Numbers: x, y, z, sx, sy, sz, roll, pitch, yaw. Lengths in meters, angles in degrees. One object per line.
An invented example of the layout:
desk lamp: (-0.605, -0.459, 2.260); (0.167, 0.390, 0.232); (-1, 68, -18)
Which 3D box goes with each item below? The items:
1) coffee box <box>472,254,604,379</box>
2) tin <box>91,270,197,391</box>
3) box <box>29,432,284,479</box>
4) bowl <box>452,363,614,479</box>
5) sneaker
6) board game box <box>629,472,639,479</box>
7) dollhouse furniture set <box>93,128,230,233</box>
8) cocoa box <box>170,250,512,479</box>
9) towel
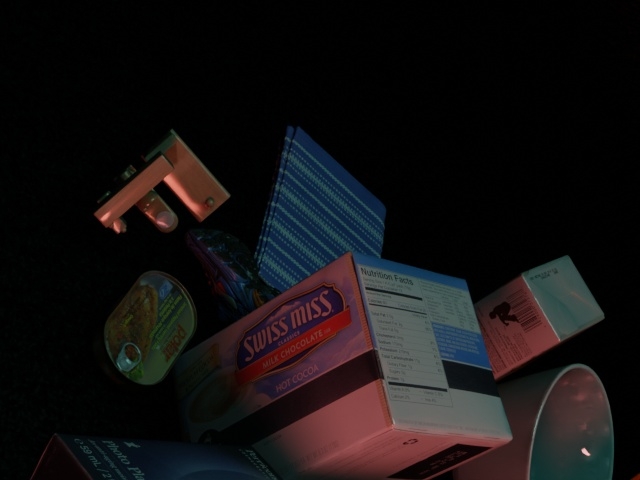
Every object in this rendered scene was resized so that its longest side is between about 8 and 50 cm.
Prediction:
coffee box: (0.260, 0.153, 2.046); (0.168, 0.297, 0.119); (-16, 74, -54)
tin: (-0.223, 0.116, 1.706); (0.106, 0.040, 0.189); (46, 36, -11)
box: (-0.131, 0.357, 1.403); (0.294, 0.182, 0.296); (14, 20, -47)
bowl: (0.313, 0.335, 2.038); (0.311, 0.163, 0.311); (-7, 98, -54)
sneaker: (-0.121, 0.070, 1.831); (0.221, 0.087, 0.083); (51, 24, 20)
board game box: (0.470, 0.609, 1.837); (0.356, 0.356, 0.356); (31, 27, -33)
dollhouse furniture set: (-0.205, -0.048, 1.760); (0.123, 0.144, 0.151); (49, -1, -14)
cocoa box: (0.016, 0.198, 1.665); (0.231, 0.347, 0.228); (14, 53, -45)
towel: (0.000, 0.000, 2.080); (0.243, 0.040, 0.336); (40, 41, -27)
